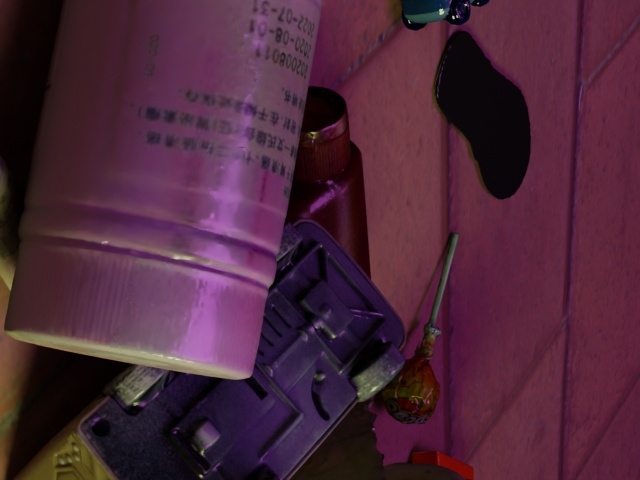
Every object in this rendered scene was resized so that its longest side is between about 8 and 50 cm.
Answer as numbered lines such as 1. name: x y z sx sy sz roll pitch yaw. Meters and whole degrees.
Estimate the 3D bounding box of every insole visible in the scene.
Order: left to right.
1. insole: 0.166 -0.119 1.728 0.322 0.007 0.109 39 69 -64

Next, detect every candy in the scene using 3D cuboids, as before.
1. candy: 0.106 0.083 1.700 0.060 0.060 0.201 56 48 -60

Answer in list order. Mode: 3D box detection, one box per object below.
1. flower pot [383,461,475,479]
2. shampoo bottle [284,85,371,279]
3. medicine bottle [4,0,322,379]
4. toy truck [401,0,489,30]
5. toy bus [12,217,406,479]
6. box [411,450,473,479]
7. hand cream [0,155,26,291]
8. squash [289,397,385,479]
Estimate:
1. flower pot: 0.082 0.320 1.570 0.246 0.246 0.195 -48 141 -43
2. shampoo bottle: 0.000 0.000 1.388 0.102 0.064 0.260 -49 147 -39
3. medicine bottle: -0.089 -0.055 1.018 0.152 0.152 0.254 26 74 -65
4. toy truck: 0.112 -0.234 1.483 0.136 0.063 0.074 -45 123 -47
5. toy bus: -0.071 0.115 1.198 0.157 0.139 0.289 -37 -174 44
6. box: 0.126 0.350 1.829 0.139 0.035 0.245 36 55 -64
7. hand cream: -0.188 -0.016 1.030 0.143 0.039 0.061 72 32 -64
8. squash: -0.046 0.216 1.327 0.237 0.204 0.155 -97 179 -64
